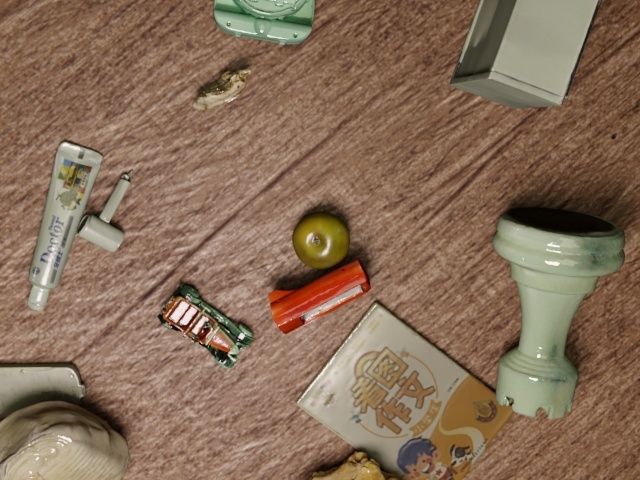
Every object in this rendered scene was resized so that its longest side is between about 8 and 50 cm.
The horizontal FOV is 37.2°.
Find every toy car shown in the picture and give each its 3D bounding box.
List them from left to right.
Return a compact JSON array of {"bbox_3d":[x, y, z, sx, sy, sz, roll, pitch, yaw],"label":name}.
[{"bbox_3d":[-0.175,0.134,1.449,0.143,0.054,0.073,37,93,-8],"label":"toy car"}]

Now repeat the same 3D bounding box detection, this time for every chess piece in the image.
[{"bbox_3d":[0.343,0.112,1.441,0.195,0.194,0.299,4,105,-6],"label":"chess piece"}]

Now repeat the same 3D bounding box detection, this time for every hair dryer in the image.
[{"bbox_3d":[-0.309,-0.049,1.425,0.063,0.038,0.124,31,79,-26],"label":"hair dryer"}]

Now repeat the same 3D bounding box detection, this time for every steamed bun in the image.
[{"bbox_3d":[-0.403,0.318,1.396,0.211,0.218,0.144,-40,55,8],"label":"steamed bun"}]

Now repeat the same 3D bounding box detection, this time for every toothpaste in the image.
[{"bbox_3d":[-0.393,-0.019,1.421,0.067,0.037,0.255,17,91,-8],"label":"toothpaste"}]

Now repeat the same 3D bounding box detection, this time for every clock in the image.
[{"bbox_3d":[-0.077,-0.388,1.392,0.148,0.060,0.188,6,95,-6],"label":"clock"},{"bbox_3d":[-0.001,0.080,1.435,0.155,0.113,0.061,-25,78,-2],"label":"clock"}]

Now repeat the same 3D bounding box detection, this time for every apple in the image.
[{"bbox_3d":[0.000,0.000,1.441,0.090,0.074,0.089,1,93,15],"label":"apple"}]

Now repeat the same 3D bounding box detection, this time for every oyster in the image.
[{"bbox_3d":[-0.151,-0.230,1.403,0.083,0.081,0.038,-18,74,-36],"label":"oyster"}]

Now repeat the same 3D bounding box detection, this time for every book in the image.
[{"bbox_3d":[0.138,0.264,1.514,0.295,0.020,0.208,37,93,-8],"label":"book"}]

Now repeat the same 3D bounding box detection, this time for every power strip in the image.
[{"bbox_3d":[-0.472,0.228,1.445,0.227,0.029,0.080,0,99,-6],"label":"power strip"}]

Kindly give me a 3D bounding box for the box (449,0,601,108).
[{"bbox_3d":[0.301,-0.312,1.354,0.117,0.225,0.225,19,95,-8],"label":"box"}]

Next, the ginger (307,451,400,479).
[{"bbox_3d":[0.066,0.516,1.511,0.236,0.166,0.375,-30,128,-36],"label":"ginger"}]
